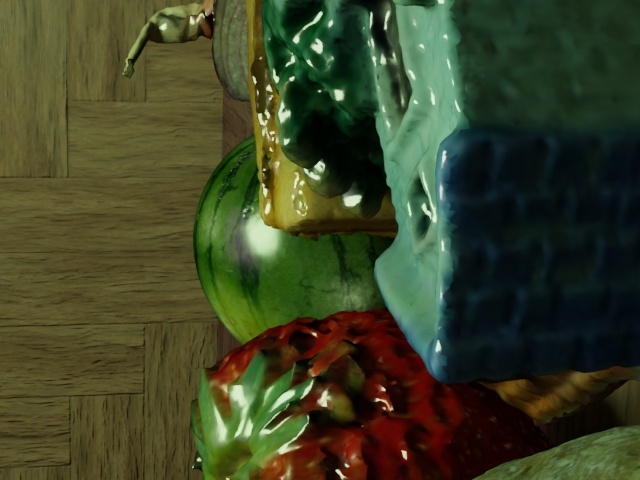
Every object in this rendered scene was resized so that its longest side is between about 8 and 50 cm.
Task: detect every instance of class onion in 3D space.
[{"bbox_3d":[0.005,-0.245,1.108,0.256,0.272,0.230,-58,16,32],"label":"onion"}]

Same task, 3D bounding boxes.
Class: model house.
[{"bbox_3d":[0.113,-0.003,0.631,0.295,0.251,0.329,123,139,-67],"label":"model house"}]

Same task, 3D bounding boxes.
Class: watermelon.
[{"bbox_3d":[0.001,0.005,1.109,0.242,0.242,0.242,179,90,-78],"label":"watermelon"}]

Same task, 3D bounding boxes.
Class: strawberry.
[{"bbox_3d":[0.056,0.177,0.770,0.238,0.288,0.250,15,86,66],"label":"strawberry"}]

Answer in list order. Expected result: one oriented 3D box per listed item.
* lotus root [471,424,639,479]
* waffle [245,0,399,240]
[{"bbox_3d":[0.137,0.154,0.450,0.349,0.175,0.175,-11,79,50],"label":"lotus root"},{"bbox_3d":[0.055,-0.158,0.891,0.098,0.224,0.328,153,116,-67],"label":"waffle"}]
